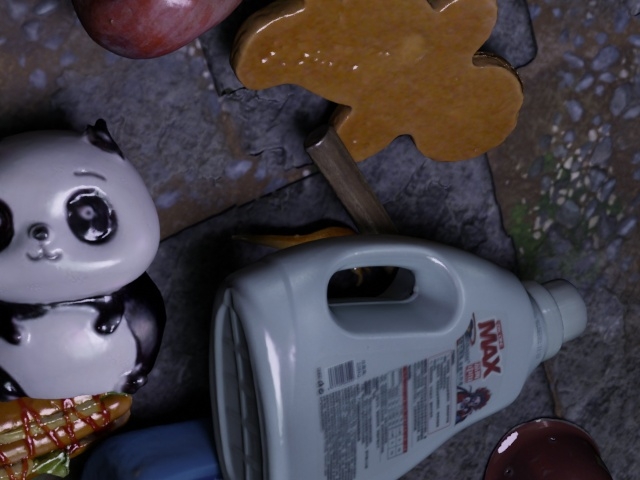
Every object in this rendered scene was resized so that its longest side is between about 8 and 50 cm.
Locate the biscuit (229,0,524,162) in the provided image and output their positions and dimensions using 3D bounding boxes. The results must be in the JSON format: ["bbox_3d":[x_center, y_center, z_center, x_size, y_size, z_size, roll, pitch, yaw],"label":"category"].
[{"bbox_3d":[0.067,-0.171,1.657,0.339,0.047,0.216,22,118,-41],"label":"biscuit"}]

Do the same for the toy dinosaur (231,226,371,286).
[{"bbox_3d":[0.000,0.000,1.734,0.126,0.039,0.162,-45,132,-5],"label":"toy dinosaur"}]

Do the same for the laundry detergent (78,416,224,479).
[{"bbox_3d":[-0.096,0.233,1.753,0.290,0.094,0.143,-9,135,-35],"label":"laundry detergent"}]

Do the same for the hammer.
[{"bbox_3d":[0.073,0.020,1.752,0.111,0.043,0.365,-42,129,-9],"label":"hammer"}]

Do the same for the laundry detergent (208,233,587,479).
[{"bbox_3d":[0.089,0.100,1.698,0.398,0.124,0.264,-16,113,-29],"label":"laundry detergent"}]

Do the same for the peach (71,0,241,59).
[{"bbox_3d":[-0.148,-0.226,1.506,0.152,0.152,0.152,-11,119,-20],"label":"peach"}]

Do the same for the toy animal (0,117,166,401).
[{"bbox_3d":[-0.234,0.015,1.556,0.187,0.165,0.235,-4,120,-4],"label":"toy animal"}]

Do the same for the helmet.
[{"bbox_3d":[0.271,0.289,1.970,0.155,0.106,0.175,-28,119,-11],"label":"helmet"}]

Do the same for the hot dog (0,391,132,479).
[{"bbox_3d":[-0.297,0.190,1.672,0.250,0.076,0.104,-20,122,-17],"label":"hot dog"}]
